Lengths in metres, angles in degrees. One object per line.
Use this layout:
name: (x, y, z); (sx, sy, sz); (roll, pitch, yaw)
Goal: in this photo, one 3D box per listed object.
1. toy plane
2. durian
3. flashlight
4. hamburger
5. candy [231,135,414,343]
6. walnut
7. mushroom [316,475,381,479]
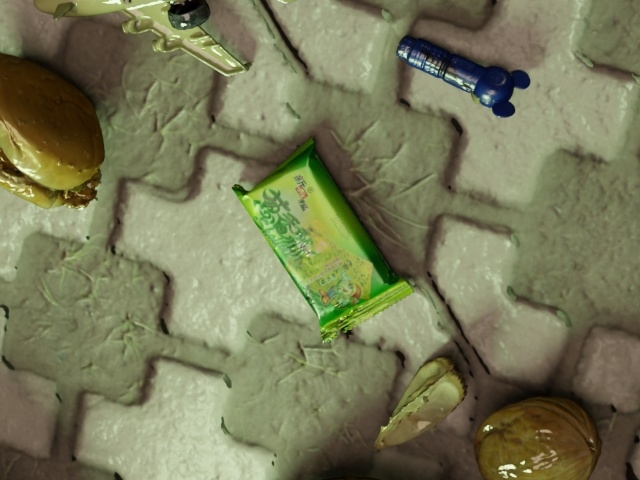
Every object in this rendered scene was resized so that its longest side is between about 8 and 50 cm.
toy plane: (-0.151, -0.238, 1.573); (0.244, 0.092, 0.229); (-13, 120, 14)
durian: (0.100, 0.159, 1.665); (0.052, 0.066, 0.130); (38, 122, -1)
flashlight: (0.125, -0.149, 1.567); (0.121, 0.057, 0.035); (25, 151, 10)
hamburger: (-0.266, -0.100, 1.614); (0.083, 0.138, 0.147); (-35, 140, 27)
candy: (0.000, 0.000, 1.649); (0.102, 0.032, 0.178); (-29, 100, 21)
walnut: (0.201, 0.195, 1.633); (0.124, 0.105, 0.105); (-17, 105, 34)
mushroom: (0.033, 0.395, 1.688); (0.345, 0.239, 0.345); (-2, 83, 12)
